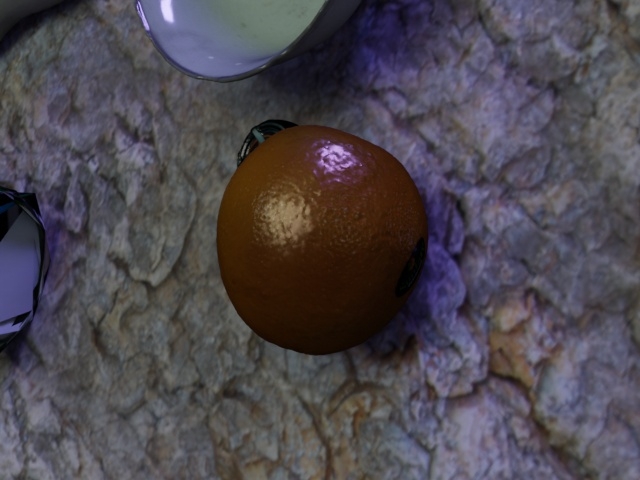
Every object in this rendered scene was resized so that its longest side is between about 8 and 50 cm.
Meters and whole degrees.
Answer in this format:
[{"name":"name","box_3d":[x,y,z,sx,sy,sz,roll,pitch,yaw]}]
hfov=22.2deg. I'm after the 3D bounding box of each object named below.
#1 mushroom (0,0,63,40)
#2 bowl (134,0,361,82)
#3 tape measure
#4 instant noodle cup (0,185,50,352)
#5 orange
[{"name":"mushroom","box_3d":[-0.369,-0.300,1.946,0.351,0.097,0.109,-32,54,34]},{"name":"bowl","box_3d":[-0.033,-0.294,1.598,0.313,0.146,0.313,-9,76,41]},{"name":"tape measure","box_3d":[-0.040,-0.071,1.598,0.091,0.054,0.094,-14,73,36]},{"name":"instant noodle cup","box_3d":[-0.426,0.014,1.803,0.178,0.240,0.240,16,85,34]},{"name":"orange","box_3d":[0.000,0.000,1.449,0.206,0.206,0.206,-16,65,37]}]
